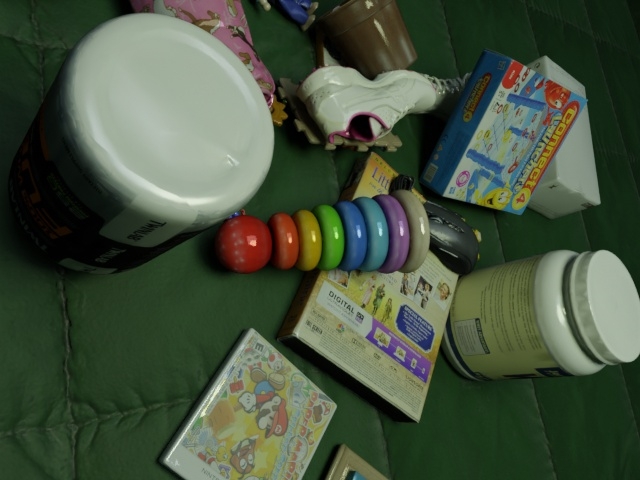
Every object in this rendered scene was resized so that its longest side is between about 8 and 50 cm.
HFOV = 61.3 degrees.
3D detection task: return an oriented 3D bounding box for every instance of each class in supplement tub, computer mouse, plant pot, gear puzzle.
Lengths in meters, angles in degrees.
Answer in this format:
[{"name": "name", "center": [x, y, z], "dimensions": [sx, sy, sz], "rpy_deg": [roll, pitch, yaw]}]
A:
[{"name": "supplement tub", "center": [-0.221, -0.078, 0.609], "dimensions": [0.207, 0.338, 0.207], "rpy_deg": [13, 68, -35]}, {"name": "computer mouse", "center": [0.226, 0.001, 1.046], "dimensions": [0.262, 0.060, 0.184], "rpy_deg": [42, 53, -21]}, {"name": "plant pot", "center": [0.102, -0.404, 1.067], "dimensions": [0.165, 0.167, 0.167], "rpy_deg": [56, 50, -21]}, {"name": "supplement tub", "center": [0.419, 0.151, 1.063], "dimensions": [0.235, 0.325, 0.235], "rpy_deg": [13, 68, -35]}, {"name": "gear puzzle", "center": [0.000, -0.227, 1.019], "dimensions": [0.339, 0.044, 0.175], "rpy_deg": [-6, 60, -39]}]

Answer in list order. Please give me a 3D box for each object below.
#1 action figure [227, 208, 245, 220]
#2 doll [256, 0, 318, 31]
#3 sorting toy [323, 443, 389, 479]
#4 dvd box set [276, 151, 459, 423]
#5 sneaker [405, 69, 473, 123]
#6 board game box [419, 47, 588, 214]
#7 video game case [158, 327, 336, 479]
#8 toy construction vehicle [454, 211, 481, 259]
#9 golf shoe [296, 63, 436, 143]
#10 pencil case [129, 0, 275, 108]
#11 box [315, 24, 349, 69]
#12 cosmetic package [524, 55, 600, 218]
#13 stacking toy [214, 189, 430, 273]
[{"name": "action figure", "center": [-0.139, -0.035, 0.869], "dimensions": [0.038, 0.030, 0.115], "rpy_deg": [-40, 104, -43]}, {"name": "doll", "center": [-0.092, -0.484, 1.038], "dimensions": [0.189, 0.046, 0.129], "rpy_deg": [28, 59, -30]}, {"name": "sorting toy", "center": [0.048, 0.510, 0.834], "dimensions": [0.229, 0.041, 0.307], "rpy_deg": [45, 53, -19]}, {"name": "dvd box set", "center": [0.122, 0.079, 1.020], "dimensions": [0.308, 0.062, 0.420], "rpy_deg": [39, 55, -23]}, {"name": "sneaker", "center": [0.292, -0.352, 1.228], "dimensions": [0.293, 0.169, 0.108], "rpy_deg": [5, 75, -37]}, {"name": "board game box", "center": [0.413, -0.227, 1.216], "dimensions": [0.302, 0.086, 0.308], "rpy_deg": [7, 116, -37]}, {"name": "video game case", "center": [-0.093, 0.282, 0.803], "dimensions": [0.206, 0.026, 0.227], "rpy_deg": [46, 52, -18]}, {"name": "toy construction vehicle", "center": [0.330, -0.006, 1.239], "dimensions": [0.098, 0.035, 0.085], "rpy_deg": [29, 49, -32]}, {"name": "golf shoe", "center": [0.103, -0.240, 1.002], "dimensions": [0.306, 0.115, 0.140], "rpy_deg": [-9, 70, -31]}, {"name": "pencil case", "center": [-0.198, -0.362, 0.840], "dimensions": [0.160, 0.167, 0.386], "rpy_deg": [-13, 85, -62]}, {"name": "box", "center": [0.029, -0.396, 1.122], "dimensions": [0.081, 0.028, 0.136], "rpy_deg": [11, 67, -36]}, {"name": "cosmetic package", "center": [0.626, -0.277, 1.485], "dimensions": [0.217, 0.156, 0.384], "rpy_deg": [20, 65, -33]}, {"name": "stacking toy", "center": [0.000, 0.000, 0.853], "dimensions": [0.330, 0.141, 0.141], "rpy_deg": [-6, 79, -21]}]
